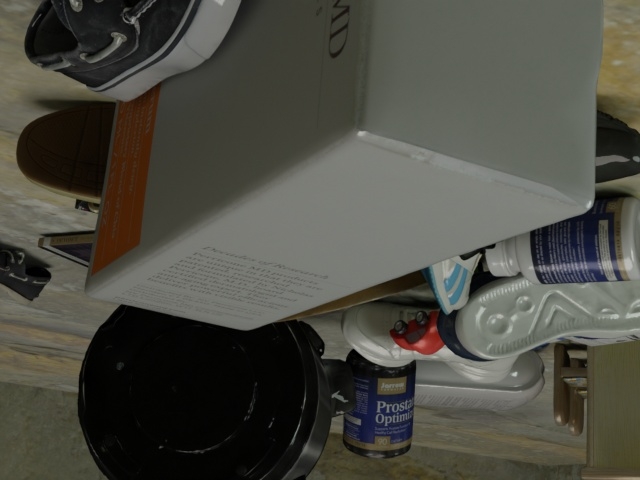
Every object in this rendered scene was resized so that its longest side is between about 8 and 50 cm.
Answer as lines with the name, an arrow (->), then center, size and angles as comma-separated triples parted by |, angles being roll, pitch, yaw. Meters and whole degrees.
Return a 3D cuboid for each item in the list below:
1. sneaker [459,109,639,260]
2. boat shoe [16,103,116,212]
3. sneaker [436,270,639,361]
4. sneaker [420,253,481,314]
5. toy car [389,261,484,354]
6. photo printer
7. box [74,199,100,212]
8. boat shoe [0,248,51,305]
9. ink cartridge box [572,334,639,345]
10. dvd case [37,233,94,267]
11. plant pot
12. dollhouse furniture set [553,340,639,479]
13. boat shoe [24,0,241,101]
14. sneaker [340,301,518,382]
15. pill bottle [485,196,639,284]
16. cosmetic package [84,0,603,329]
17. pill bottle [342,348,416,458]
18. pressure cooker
sneaker -> 0.171, -0.048, 1.014 | 0.286, 0.130, 0.109 | -7, 157, 32
boat shoe -> -0.159, -0.070, 1.073 | 0.285, 0.105, 0.089 | 5, 160, -3
sneaker -> 0.306, 0.071, 1.376 | 0.322, 0.130, 0.236 | -17, 179, -2
sneaker -> 0.151, 0.005, 1.190 | 0.092, 0.087, 0.229 | -25, 147, -4
toy car -> 0.208, 0.100, 1.531 | 0.239, 0.053, 0.225 | -8, 147, 8
photo printer -> 0.263, 0.253, 2.005 | 0.307, 0.107, 0.256 | 4, 163, 1
box -> -0.231, -0.058, 1.221 | 0.083, 0.052, 0.062 | 14, 160, -25
boat shoe -> -0.478, 0.033, 1.616 | 0.065, 0.075, 0.206 | -39, 153, -3
ink cartridge box -> 0.410, 0.087, 1.469 | 0.139, 0.082, 0.190 | 17, 161, -35
dvd case -> -0.270, 0.018, 1.540 | 0.221, 0.018, 0.164 | -4, 162, 26
plant pot -> 0.036, 0.068, 1.462 | 0.236, 0.032, 0.236 | -14, -179, 0
dollhouse furniture set -> 0.577, 0.302, 1.824 | 0.362, 0.256, 0.394 | -3, 161, 26
boat shoe -> -0.137, -0.175, 0.741 | 0.102, 0.108, 0.301 | 12, 169, -27
sneaker -> 0.186, 0.135, 1.701 | 0.305, 0.114, 0.152 | 10, 141, -13
pill bottle -> 0.277, 0.003, 1.205 | 0.169, 0.094, 0.094 | -4, 161, 27
cosmetic package -> -0.014, -0.089, 0.760 | 0.161, 0.230, 0.453 | 14, 160, -26
pill bottle -> 0.102, 0.251, 1.825 | 0.122, 0.219, 0.123 | 2, -168, 0
pressure cooker -> -0.159, 0.258, 1.709 | 0.370, 0.375, 0.420 | 33, 171, 11
